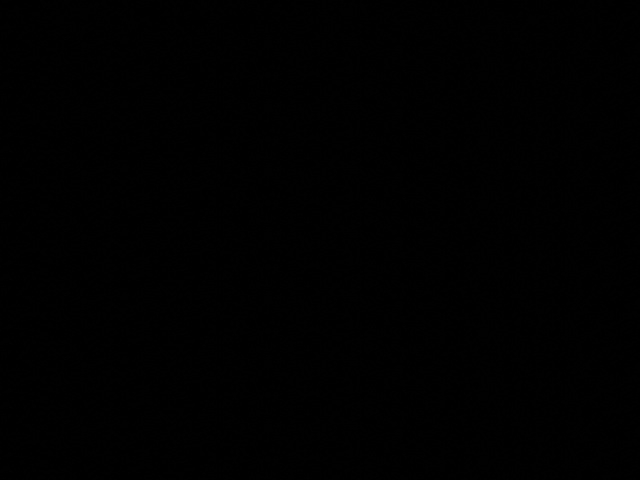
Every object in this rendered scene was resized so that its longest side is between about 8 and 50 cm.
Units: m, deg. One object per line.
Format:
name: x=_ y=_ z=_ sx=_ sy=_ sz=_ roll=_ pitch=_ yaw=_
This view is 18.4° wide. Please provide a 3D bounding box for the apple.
apple: x=-0.063 y=-0.063 z=0.163 sx=0.400 sy=0.333 sz=0.400 roll=14 pitch=-177 yaw=-1
